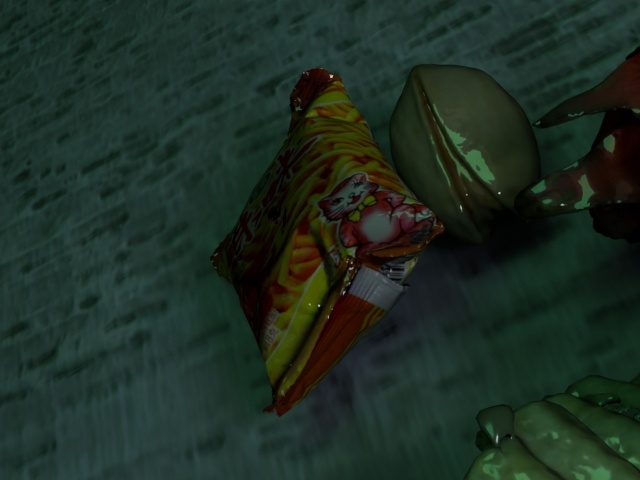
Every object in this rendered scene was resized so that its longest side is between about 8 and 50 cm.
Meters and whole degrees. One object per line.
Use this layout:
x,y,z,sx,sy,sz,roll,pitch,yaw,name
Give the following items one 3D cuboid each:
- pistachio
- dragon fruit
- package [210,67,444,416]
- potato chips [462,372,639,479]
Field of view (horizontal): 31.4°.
0.120,-0.073,0.953,0.124,0.124,0.185,-31,41,9,pistachio
0.272,-0.061,0.782,0.274,0.192,0.193,-25,13,34,dragon fruit
-0.004,0.005,0.968,0.223,0.108,0.288,-54,28,18,package
0.255,0.169,0.591,0.373,0.097,0.389,-7,35,-14,potato chips
